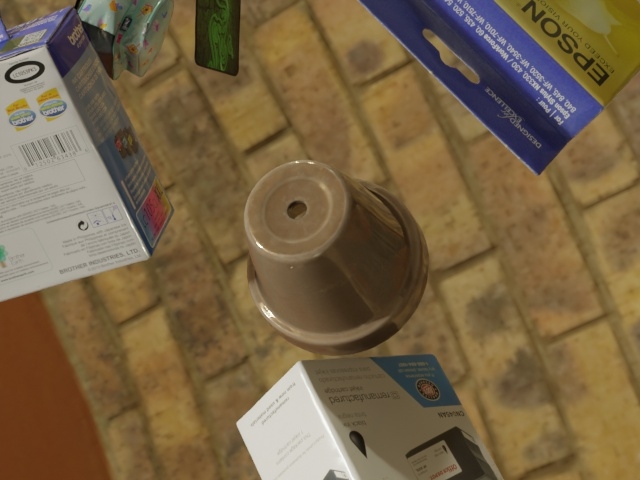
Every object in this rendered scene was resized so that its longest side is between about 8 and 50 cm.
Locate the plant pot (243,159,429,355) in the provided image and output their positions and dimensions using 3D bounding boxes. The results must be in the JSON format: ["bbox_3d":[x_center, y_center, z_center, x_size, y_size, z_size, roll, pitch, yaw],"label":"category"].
[{"bbox_3d":[0.000,0.000,1.767,0.229,0.263,0.263,55,-160,-60],"label":"plant pot"}]

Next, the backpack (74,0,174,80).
[{"bbox_3d":[-0.305,-0.357,2.001,0.166,0.144,0.188,110,174,-76],"label":"backpack"}]

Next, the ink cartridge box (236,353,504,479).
[{"bbox_3d":[0.107,0.360,1.727,0.285,0.166,0.395,2,-130,-45],"label":"ink cartridge box"}]

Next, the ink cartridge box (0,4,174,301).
[{"bbox_3d":[-0.407,-0.137,1.748,0.151,0.270,0.395,-80,-30,-59],"label":"ink cartridge box"}]

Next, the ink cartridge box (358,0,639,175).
[{"bbox_3d":[0.205,-0.258,1.367,0.303,0.072,0.307,44,-135,2],"label":"ink cartridge box"}]

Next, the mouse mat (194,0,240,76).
[{"bbox_3d":[-0.162,-0.365,2.060,0.152,0.007,0.189,1,-89,-67],"label":"mouse mat"}]
